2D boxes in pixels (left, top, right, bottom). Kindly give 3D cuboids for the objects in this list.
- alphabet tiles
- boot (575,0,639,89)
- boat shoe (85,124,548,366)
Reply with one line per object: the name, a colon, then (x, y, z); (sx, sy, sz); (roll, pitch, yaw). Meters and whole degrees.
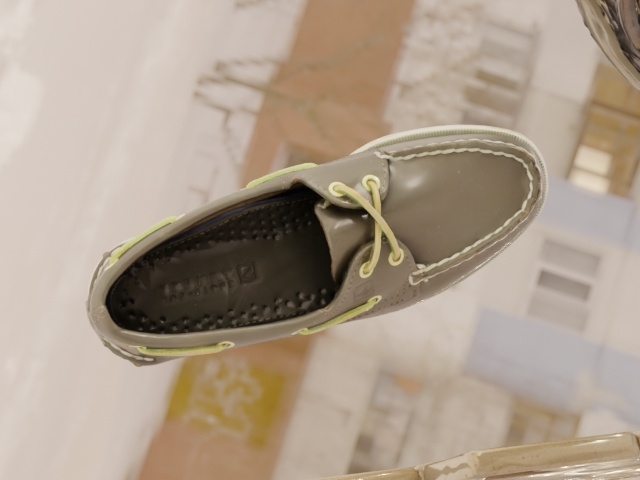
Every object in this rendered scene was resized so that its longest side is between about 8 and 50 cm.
alphabet tiles: (0.091, 0.093, 0.798); (0.342, 0.285, 0.011); (141, -57, -73)
boot: (0.140, -0.041, 0.462); (0.085, 0.178, 0.236); (-53, 141, 8)
boat shoe: (0.001, 0.004, 1.227); (0.091, 0.305, 0.109); (-165, -123, -88)
